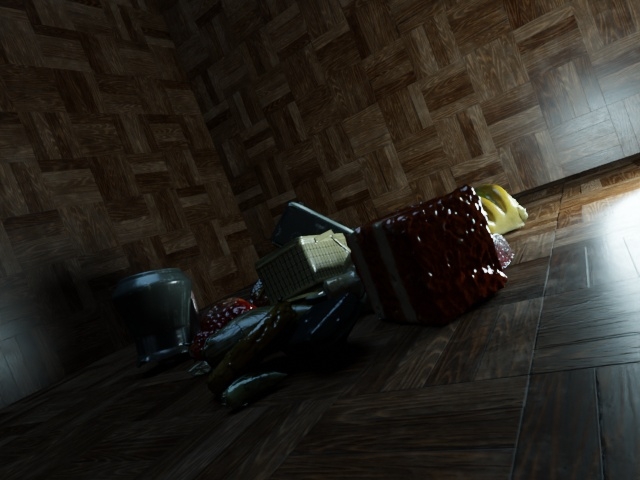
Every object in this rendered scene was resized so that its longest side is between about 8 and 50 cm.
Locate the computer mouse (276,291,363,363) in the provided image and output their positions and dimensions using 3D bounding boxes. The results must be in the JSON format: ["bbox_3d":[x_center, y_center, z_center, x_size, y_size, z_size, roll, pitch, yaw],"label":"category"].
[{"bbox_3d":[0.002,0.224,1.065,0.170,0.100,0.269,-46,5,-27],"label":"computer mouse"}]

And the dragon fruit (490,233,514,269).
[{"bbox_3d":[0.469,0.034,1.267,0.120,0.127,0.161,-8,12,46],"label":"dragon fruit"}]

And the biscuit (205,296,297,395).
[{"bbox_3d":[-0.166,0.271,1.109,0.296,0.075,0.296,-48,-6,-6],"label":"biscuit"}]

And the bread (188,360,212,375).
[{"bbox_3d":[-0.366,0.397,1.394,0.083,0.035,0.070,-24,0,10],"label":"bread"}]

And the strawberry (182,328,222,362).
[{"bbox_3d":[-0.350,0.358,1.468,0.192,0.085,0.140,18,-54,-35],"label":"strawberry"}]

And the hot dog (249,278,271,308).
[{"bbox_3d":[-0.157,0.209,2.094,0.388,0.174,0.267,-22,12,-26],"label":"hot dog"}]

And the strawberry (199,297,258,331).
[{"bbox_3d":[-0.360,0.316,1.825,0.265,0.149,0.336,-21,3,-43],"label":"strawberry"}]

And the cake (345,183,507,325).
[{"bbox_3d":[0.257,0.040,1.134,0.270,0.269,0.319,-23,4,-25],"label":"cake"}]

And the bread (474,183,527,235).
[{"bbox_3d":[0.655,-0.111,1.817,0.270,0.211,0.316,-22,-1,6],"label":"bread"}]

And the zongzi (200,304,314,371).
[{"bbox_3d":[-0.172,0.277,1.305,0.288,0.134,0.286,-18,9,34],"label":"zongzi"}]

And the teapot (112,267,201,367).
[{"bbox_3d":[-0.632,0.312,1.801,0.306,0.361,0.376,-16,-7,22],"label":"teapot"}]

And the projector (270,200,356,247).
[{"bbox_3d":[0.000,0.000,2.140,0.242,0.395,0.405,-65,-7,0],"label":"projector"}]

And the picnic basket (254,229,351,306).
[{"bbox_3d":[-0.040,0.087,1.516,0.228,0.175,0.313,-31,-13,32],"label":"picnic basket"}]

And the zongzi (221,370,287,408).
[{"bbox_3d":[-0.146,0.319,0.955,0.119,0.055,0.109,-20,2,29],"label":"zongzi"}]

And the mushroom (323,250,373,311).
[{"bbox_3d":[0.116,0.119,1.368,0.209,0.206,0.206,5,4,4],"label":"mushroom"}]

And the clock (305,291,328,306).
[{"bbox_3d":[0.087,0.193,1.701,0.313,0.061,0.312,-22,2,1],"label":"clock"}]
